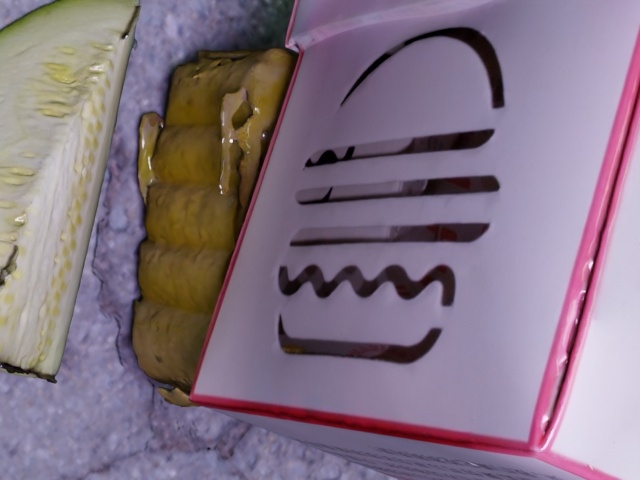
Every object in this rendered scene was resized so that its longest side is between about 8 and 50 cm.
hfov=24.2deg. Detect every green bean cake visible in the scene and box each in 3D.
[{"bbox_3d":[0.000,0.000,0.961,0.224,0.131,0.230,9,85,-36],"label":"green bean cake"}]

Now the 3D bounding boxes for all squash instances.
[{"bbox_3d":[-0.182,-0.056,0.836,0.169,0.093,0.252,49,53,-79],"label":"squash"}]

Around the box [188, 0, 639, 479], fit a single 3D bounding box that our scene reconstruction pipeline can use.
[{"bbox_3d":[0.157,0.001,0.804,0.312,0.314,0.300,25,76,-31],"label":"box"}]
